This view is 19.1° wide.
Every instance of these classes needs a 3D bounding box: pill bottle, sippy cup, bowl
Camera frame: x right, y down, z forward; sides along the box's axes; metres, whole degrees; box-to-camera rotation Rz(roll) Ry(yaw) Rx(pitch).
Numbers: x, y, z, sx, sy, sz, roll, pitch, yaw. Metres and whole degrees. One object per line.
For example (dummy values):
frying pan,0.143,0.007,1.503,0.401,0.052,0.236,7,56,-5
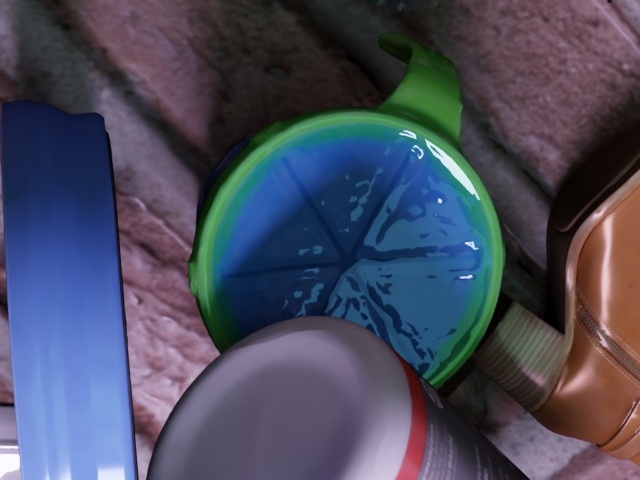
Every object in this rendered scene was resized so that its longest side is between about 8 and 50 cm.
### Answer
pill bottle,0.060,0.228,1.353,0.210,0.210,0.363,-47,129,-1
sippy cup,0.000,0.000,1.486,0.305,0.224,0.240,-29,105,-6
bowl,-0.176,0.091,1.376,0.077,0.391,0.391,-5,100,-7

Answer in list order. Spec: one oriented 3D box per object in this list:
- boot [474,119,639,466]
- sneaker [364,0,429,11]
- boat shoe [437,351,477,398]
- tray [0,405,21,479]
boot,0.283,0.051,1.613,0.220,0.109,0.283,33,94,-14
sneaker,-0.021,-0.290,1.516,0.281,0.105,0.115,29,59,-11
boat shoe,0.047,0.136,1.607,0.190,0.068,0.072,-43,62,10
tray,-0.245,0.272,1.580,0.145,0.030,0.270,3,99,-12
